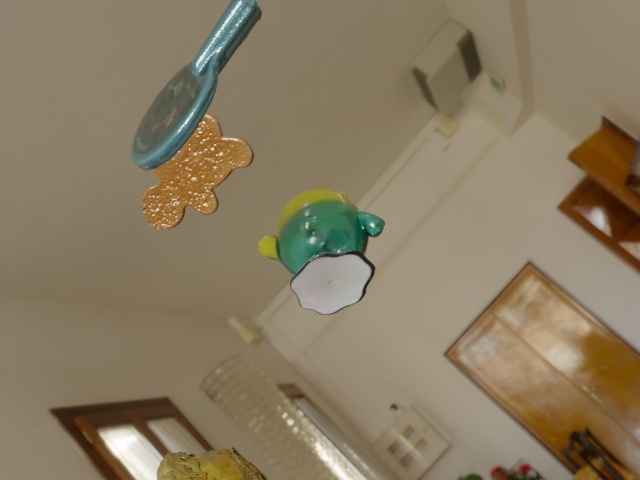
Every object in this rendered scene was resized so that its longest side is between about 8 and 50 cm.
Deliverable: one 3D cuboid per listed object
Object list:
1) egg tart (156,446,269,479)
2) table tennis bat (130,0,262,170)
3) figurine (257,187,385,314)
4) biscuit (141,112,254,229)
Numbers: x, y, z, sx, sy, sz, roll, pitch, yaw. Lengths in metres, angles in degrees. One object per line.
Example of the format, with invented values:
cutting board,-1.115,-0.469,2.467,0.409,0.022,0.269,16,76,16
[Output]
egg tart,-0.137,0.467,1.314,0.129,0.341,0.341,-46,-19,-10
table tennis bat,-0.125,-0.156,0.752,0.033,0.124,0.201,32,-84,-33
figurine,0.000,0.000,1.861,0.324,0.340,0.231,-26,-54,5
biscuit,-0.254,-0.125,1.469,0.250,0.165,0.036,-50,-1,12
